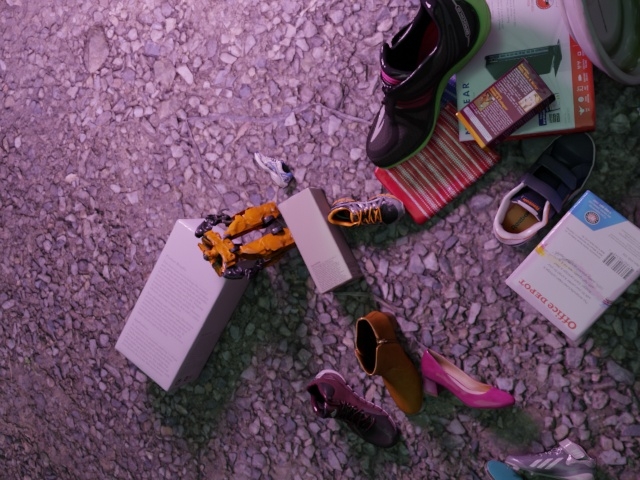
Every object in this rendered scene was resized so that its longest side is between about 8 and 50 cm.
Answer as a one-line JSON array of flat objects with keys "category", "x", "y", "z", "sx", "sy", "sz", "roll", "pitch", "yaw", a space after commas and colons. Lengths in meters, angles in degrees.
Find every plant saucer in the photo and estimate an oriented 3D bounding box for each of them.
[{"category": "plant saucer", "x": 0.592, "y": -0.516, "z": 1.392, "sx": 0.101, "sy": 0.401, "sz": 0.400, "roll": -5, "pitch": 91, "yaw": 49}]

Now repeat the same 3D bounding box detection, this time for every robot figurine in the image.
[{"category": "robot figurine", "x": -0.200, "y": 0.004, "z": 1.792, "sx": 0.211, "sy": 0.291, "sz": 0.085, "roll": 54, "pitch": 139, "yaw": 13}]

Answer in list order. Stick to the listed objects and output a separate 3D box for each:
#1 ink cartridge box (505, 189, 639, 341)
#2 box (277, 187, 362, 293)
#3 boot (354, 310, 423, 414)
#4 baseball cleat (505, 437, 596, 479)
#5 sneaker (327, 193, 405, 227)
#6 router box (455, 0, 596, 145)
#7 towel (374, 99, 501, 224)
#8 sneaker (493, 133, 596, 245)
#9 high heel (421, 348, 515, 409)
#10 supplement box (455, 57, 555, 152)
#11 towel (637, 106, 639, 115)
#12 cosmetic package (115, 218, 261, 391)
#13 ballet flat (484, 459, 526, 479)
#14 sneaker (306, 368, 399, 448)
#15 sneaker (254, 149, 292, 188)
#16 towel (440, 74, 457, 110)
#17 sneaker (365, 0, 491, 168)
[{"category": "ink cartridge box", "x": 0.589, "y": 0.052, "z": 1.498, "sx": 0.198, "sy": 0.197, "sz": 0.270, "roll": 43, "pitch": 108, "yaw": 15}, {"category": "box", "x": 0.000, "y": 0.000, "z": 1.810, "sx": 0.113, "sy": 0.094, "sz": 0.275, "roll": -28, "pitch": 81, "yaw": 22}, {"category": "boot", "x": 0.164, "y": 0.325, "z": 1.691, "sx": 0.104, "sy": 0.211, "sz": 0.295, "roll": -18, "pitch": 86, "yaw": 24}, {"category": "baseball cleat", "x": 0.559, "y": 0.528, "z": 1.618, "sx": 0.206, "sy": 0.072, "sz": 0.109, "roll": 9, "pitch": 80, "yaw": 21}, {"category": "sneaker", "x": 0.118, "y": -0.068, "z": 1.752, "sx": 0.215, "sy": 0.083, "sz": 0.084, "roll": -5, "pitch": 109, "yaw": 27}, {"category": "router box", "x": 0.469, "y": -0.403, "z": 1.545, "sx": 0.301, "sy": 0.082, "sz": 0.335, "roll": -4, "pitch": 89, "yaw": 22}, {"category": "towel", "x": 0.289, "y": -0.192, "z": 1.693, "sx": 0.275, "sy": 0.031, "sz": 0.199, "roll": -42, "pitch": 81, "yaw": 23}, {"category": "sneaker", "x": 0.526, "y": -0.118, "z": 1.558, "sx": 0.126, "sy": 0.127, "sz": 0.321, "roll": 37, "pitch": 105, "yaw": 19}, {"category": "high heel", "x": 0.369, "y": 0.346, "z": 1.676, "sx": 0.244, "sy": 0.082, "sz": 0.117, "roll": 8, "pitch": 106, "yaw": 36}, {"category": "supplement box", "x": 0.411, "y": -0.296, "z": 1.481, "sx": 0.188, "sy": 0.081, "sz": 0.104, "roll": -39, "pitch": 77, "yaw": 18}, {"category": "towel", "x": 0.873, "y": -0.316, "z": 1.445, "sx": 0.285, "sy": 0.034, "sz": 0.209, "roll": -46, "pitch": 76, "yaw": 19}, {"category": "cosmetic package", "x": -0.389, "y": 0.184, "z": 1.953, "sx": 0.230, "sy": 0.161, "sz": 0.453, "roll": 35, "pitch": 106, "yaw": 18}, {"category": "ballet flat", "x": 0.496, "y": 0.626, "z": 1.644, "sx": 0.213, "sy": 0.072, "sz": 0.068, "roll": 28, "pitch": 133, "yaw": 23}, {"category": "sneaker", "x": 0.069, "y": 0.467, "z": 1.767, "sx": 0.281, "sy": 0.162, "sz": 0.106, "roll": 36, "pitch": 106, "yaw": 18}, {"category": "sneaker", "x": -0.130, "y": -0.212, "z": 1.885, "sx": 0.058, "sy": 0.052, "sz": 0.135, "roll": -44, "pitch": 83, "yaw": 9}, {"category": "towel", "x": 0.375, "y": -0.455, "z": 1.659, "sx": 0.243, "sy": 0.040, "sz": 0.336, "roll": 38, "pitch": 109, "yaw": 16}, {"category": "sneaker", "x": 0.201, "y": -0.378, "z": 1.561, "sx": 0.185, "sy": 0.202, "sz": 0.482, "roll": 62, "pitch": 142, "yaw": 37}]
